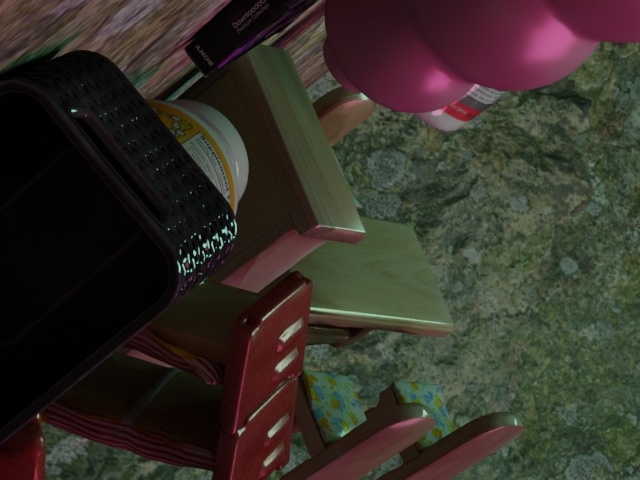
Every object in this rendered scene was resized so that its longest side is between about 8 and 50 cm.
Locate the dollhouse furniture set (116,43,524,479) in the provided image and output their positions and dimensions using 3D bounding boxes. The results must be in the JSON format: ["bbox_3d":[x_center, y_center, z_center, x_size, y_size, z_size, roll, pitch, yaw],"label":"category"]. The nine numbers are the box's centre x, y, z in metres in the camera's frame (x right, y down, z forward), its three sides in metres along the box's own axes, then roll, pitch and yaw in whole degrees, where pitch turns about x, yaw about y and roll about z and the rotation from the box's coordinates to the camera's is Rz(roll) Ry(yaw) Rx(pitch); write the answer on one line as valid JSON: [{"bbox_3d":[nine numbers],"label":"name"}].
[{"bbox_3d":[0.000,0.000,1.689,0.256,0.362,0.394,-36,153,30],"label":"dollhouse furniture set"}]

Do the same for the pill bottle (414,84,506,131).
[{"bbox_3d":[0.190,-0.263,1.894,0.318,0.176,0.176,-38,-178,21],"label":"pill bottle"}]

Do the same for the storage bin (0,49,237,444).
[{"bbox_3d":[-0.143,0.013,0.905,0.180,0.122,0.084,-39,-178,22],"label":"storage bin"}]

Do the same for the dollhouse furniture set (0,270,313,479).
[{"bbox_3d":[-0.173,0.117,1.236,0.374,0.201,0.152,-36,139,-60],"label":"dollhouse furniture set"}]

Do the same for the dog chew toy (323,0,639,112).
[{"bbox_3d":[0.143,-0.200,1.394,0.332,0.206,0.206,-30,-174,27],"label":"dog chew toy"}]

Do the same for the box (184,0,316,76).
[{"bbox_3d":[-0.006,-0.175,1.289,0.162,0.029,0.116,-40,180,32],"label":"box"}]

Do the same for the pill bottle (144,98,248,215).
[{"bbox_3d":[-0.120,-0.022,1.231,0.117,0.117,0.208,-38,-178,26],"label":"pill bottle"}]
